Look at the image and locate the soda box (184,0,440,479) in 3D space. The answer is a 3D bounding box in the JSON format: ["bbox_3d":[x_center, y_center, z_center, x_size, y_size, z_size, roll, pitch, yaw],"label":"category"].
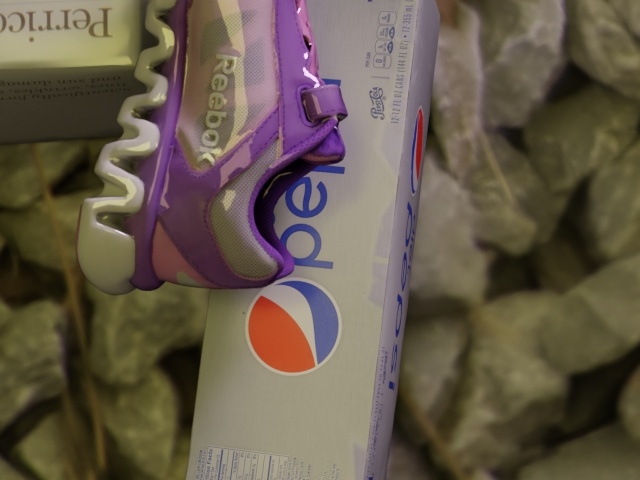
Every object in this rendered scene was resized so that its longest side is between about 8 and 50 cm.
[{"bbox_3d":[0.000,0.000,0.716,0.091,0.098,0.286,5,83,11],"label":"soda box"}]

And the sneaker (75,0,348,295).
[{"bbox_3d":[-0.031,-0.079,0.642,0.105,0.095,0.236,15,90,12],"label":"sneaker"}]

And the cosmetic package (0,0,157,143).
[{"bbox_3d":[-0.185,-0.251,0.749,0.217,0.156,0.384,-5,80,5],"label":"cosmetic package"}]
